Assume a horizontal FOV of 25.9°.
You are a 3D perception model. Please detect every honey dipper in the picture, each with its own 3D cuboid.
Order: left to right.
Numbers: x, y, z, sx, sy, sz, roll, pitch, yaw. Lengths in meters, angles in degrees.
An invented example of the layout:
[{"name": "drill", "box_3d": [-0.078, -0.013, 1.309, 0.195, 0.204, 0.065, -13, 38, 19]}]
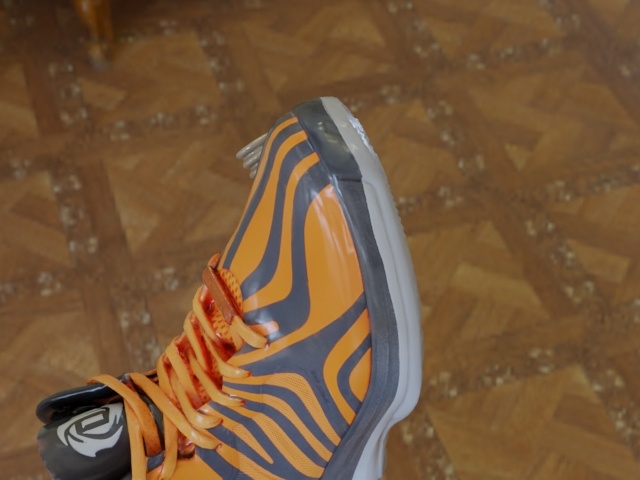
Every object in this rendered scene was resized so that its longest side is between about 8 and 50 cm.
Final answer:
[{"name": "honey dipper", "box_3d": [0.000, 0.000, 0.937, 0.030, 0.030, 0.161, -36, 92, -34]}]

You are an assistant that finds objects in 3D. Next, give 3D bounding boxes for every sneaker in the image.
[{"name": "sneaker", "box_3d": [-0.055, 0.074, 0.707, 0.180, 0.321, 0.125, -12, 46, -15]}]
